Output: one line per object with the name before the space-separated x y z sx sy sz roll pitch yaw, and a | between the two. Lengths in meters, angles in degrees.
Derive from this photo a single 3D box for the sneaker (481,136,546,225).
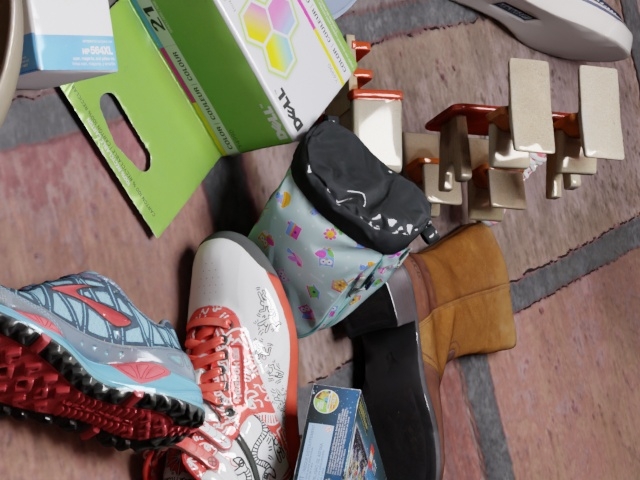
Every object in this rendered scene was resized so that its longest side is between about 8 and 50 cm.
sneaker | 0.215 -0.081 1.895 0.051 0.070 0.134 40 54 -42

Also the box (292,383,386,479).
box | 0.014 0.245 1.509 0.233 0.044 0.159 74 25 -62

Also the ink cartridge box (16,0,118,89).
ink cartridge box | -0.229 -0.196 1.334 0.090 0.092 0.143 -6 88 -52

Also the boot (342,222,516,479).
boot | 0.123 0.127 1.753 0.280 0.096 0.264 -13 86 -59

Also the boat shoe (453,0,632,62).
boat shoe | 0.255 -0.321 1.942 0.340 0.127 0.158 20 75 -48

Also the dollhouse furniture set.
dollhouse furniture set | 0.136 -0.119 1.675 0.259 0.262 0.135 3 76 -20

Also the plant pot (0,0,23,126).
plant pot | -0.319 -0.126 1.105 0.191 0.284 0.284 72 15 -83

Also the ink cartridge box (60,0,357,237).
ink cartridge box | -0.095 -0.152 1.493 0.189 0.097 0.255 60 42 -25

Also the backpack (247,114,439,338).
backpack | 0.000 0.000 1.527 0.152 0.182 0.115 45 43 12

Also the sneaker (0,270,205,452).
sneaker | -0.207 0.077 1.331 0.262 0.104 0.125 31 36 -42

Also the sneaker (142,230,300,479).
sneaker | -0.090 0.132 1.449 0.145 0.090 0.270 -15 98 -55

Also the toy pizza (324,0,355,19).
toy pizza | -0.024 -0.307 1.648 0.201 0.032 0.201 -4 96 -41
